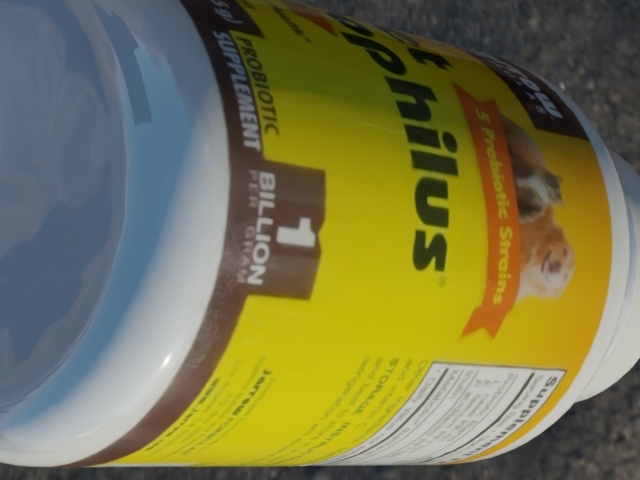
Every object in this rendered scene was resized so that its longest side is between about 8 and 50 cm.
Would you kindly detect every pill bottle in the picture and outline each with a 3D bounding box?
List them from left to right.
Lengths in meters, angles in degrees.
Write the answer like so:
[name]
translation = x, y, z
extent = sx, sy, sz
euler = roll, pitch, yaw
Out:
[pill bottle]
translation = 0.000, 0.000, 0.458
extent = 0.215, 0.117, 0.117
euler = 7, 121, -48
